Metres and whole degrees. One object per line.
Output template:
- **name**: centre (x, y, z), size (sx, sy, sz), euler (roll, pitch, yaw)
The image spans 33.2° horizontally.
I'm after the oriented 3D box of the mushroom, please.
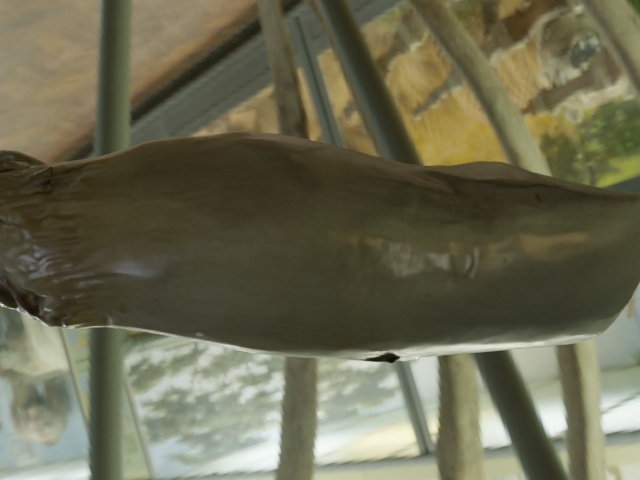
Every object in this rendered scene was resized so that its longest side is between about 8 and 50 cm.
- **mushroom**: centre (-0.001, 0.000, 0.624), size (0.397, 0.126, 0.177), euler (1, -163, -28)
